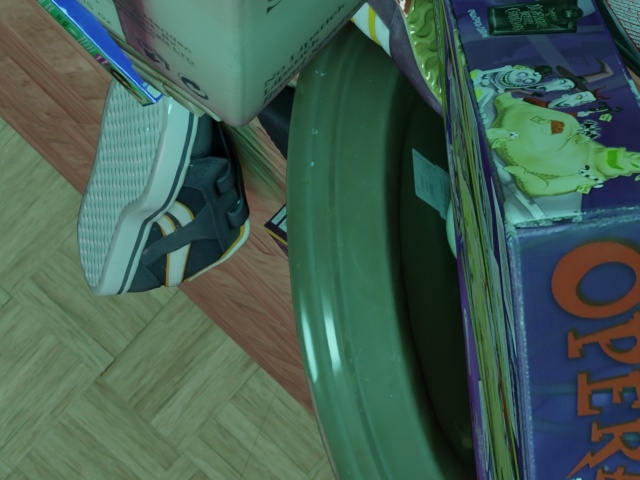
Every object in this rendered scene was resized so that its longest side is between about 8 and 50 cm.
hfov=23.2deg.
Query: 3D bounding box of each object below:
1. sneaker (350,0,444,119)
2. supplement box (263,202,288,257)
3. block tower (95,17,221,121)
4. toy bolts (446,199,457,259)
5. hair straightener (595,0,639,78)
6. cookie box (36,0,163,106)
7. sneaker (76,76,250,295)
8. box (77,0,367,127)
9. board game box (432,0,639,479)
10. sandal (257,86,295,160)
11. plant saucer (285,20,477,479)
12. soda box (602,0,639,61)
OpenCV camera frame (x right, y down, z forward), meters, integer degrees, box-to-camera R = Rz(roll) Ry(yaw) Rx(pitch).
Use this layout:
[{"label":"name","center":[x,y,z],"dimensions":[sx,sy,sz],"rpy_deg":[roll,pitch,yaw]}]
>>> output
[{"label":"sneaker","center":[0.039,-0.113,0.673],"dimensions":[0.185,0.069,0.084],"rpy_deg":[50,177,-10]},{"label":"supplement box","center":[0.000,0.000,1.281],"dimensions":[0.043,0.055,0.083],"rpy_deg":[35,167,42]},{"label":"block tower","center":[-0.111,-0.195,0.797],"dimensions":[0.091,0.097,0.335],"rpy_deg":[34,169,36]},{"label":"toy bolts","center":[0.130,0.069,0.682],"dimensions":[0.158,0.218,0.228],"rpy_deg":[32,167,-22]},{"label":"hair straightener","center":[0.166,-0.040,0.567],"dimensions":[0.230,0.047,0.089],"rpy_deg":[39,170,-6]},{"label":"cookie box","center":[-0.116,-0.153,0.982],"dimensions":[0.107,0.092,0.040],"rpy_deg":[44,167,-13]},{"label":"sneaker","center":[-0.121,-0.061,1.335],"dimensions":[0.321,0.127,0.126],"rpy_deg":[123,136,-57]},{"label":"box","center":[-0.024,-0.153,0.485],"dimensions":[0.127,0.149,0.232],"rpy_deg":[41,170,5]},{"label":"board game box","center":[0.078,0.085,0.513],"dimensions":[0.208,0.056,0.347],"rpy_deg":[-102,3,-58]},{"label":"sandal","center":[0.026,-0.054,1.006],"dimensions":[0.097,0.054,0.254],"rpy_deg":[58,173,-33]},{"label":"plant saucer","center":[0.051,0.022,0.769],"dimensions":[0.041,0.278,0.278],"rpy_deg":[-8,145,21]},{"label":"soda box","center":[0.161,-0.067,0.305],"dimensions":[0.083,0.092,0.263],"rpy_deg":[47,169,-36]}]
